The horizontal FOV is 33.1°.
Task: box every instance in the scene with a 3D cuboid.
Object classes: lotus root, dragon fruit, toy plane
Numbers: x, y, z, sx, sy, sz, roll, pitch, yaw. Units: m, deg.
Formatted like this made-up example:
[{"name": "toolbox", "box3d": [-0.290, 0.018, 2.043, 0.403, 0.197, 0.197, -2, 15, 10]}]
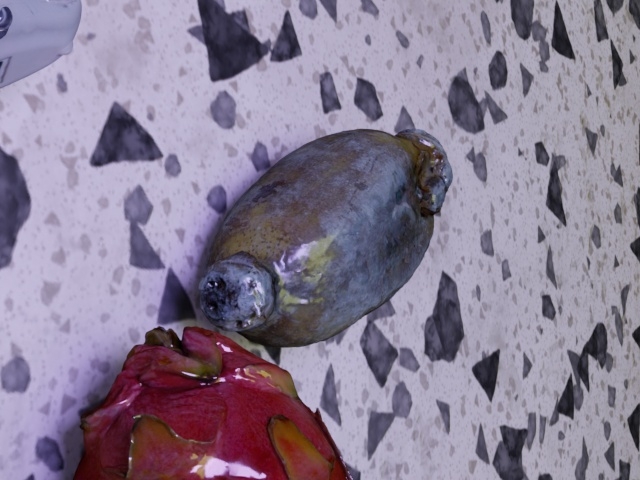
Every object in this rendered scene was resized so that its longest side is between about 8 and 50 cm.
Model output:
[{"name": "lotus root", "box3d": [-0.002, 0.001, 1.038, 0.349, 0.175, 0.175, -35, 114, -45]}, {"name": "dragon fruit", "box3d": [-0.084, 0.234, 0.843, 0.250, 0.250, 0.315, 8, 98, -53]}, {"name": "toy plane", "box3d": [-0.234, -0.141, 0.733, 0.080, 0.174, 0.174, 50, 39, 6]}]
